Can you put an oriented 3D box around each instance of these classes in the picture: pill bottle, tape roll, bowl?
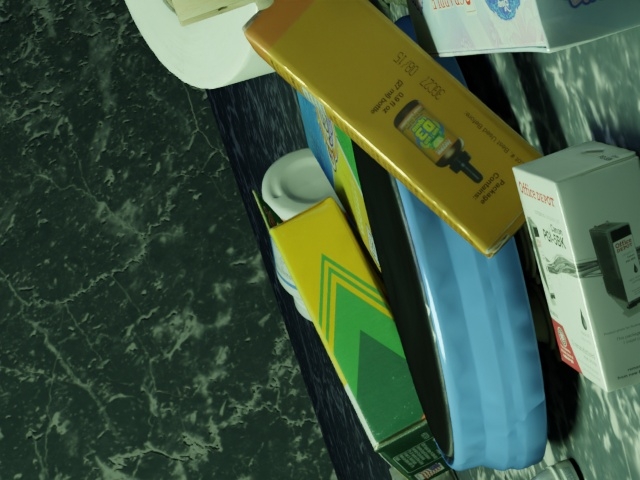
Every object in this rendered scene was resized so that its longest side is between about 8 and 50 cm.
[{"bbox_3d":[0.000,0.000,2.076,0.221,0.124,0.124,81,170,-49],"label":"pill bottle"},{"bbox_3d":[-0.094,-0.288,1.541,0.286,0.100,0.286,37,137,46],"label":"tape roll"},{"bbox_3d":[0.096,0.007,1.402,0.391,0.077,0.391,166,90,-87],"label":"bowl"}]

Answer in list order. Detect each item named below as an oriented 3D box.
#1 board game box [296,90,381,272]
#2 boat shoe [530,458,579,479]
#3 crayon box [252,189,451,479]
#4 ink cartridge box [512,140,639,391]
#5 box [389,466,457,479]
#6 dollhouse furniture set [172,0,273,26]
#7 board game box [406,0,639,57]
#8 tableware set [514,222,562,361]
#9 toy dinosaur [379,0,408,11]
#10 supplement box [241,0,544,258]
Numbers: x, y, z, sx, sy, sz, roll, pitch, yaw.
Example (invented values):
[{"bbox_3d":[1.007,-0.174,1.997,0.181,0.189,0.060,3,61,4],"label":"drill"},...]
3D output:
[{"bbox_3d":[0.033,-0.141,1.724,0.316,0.064,0.242,-118,13,-58],"label":"board game box"},{"bbox_3d":[0.184,0.240,1.429,0.184,0.063,0.066,95,157,-71],"label":"boat shoe"},{"bbox_3d":[0.046,0.089,1.781,0.318,0.081,0.202,63,-175,24],"label":"crayon box"},{"bbox_3d":[0.171,0.014,1.030,0.099,0.056,0.135,-138,32,-79],"label":"ink cartridge box"},{"bbox_3d":[0.162,0.442,2.024,0.307,0.076,0.242,82,169,-49],"label":"box"},{"bbox_3d":[-0.084,-0.375,1.058,0.303,0.174,0.355,74,176,-60],"label":"dollhouse furniture set"},{"bbox_3d":[0.082,-0.272,1.018,0.319,0.066,0.318,-145,39,-79],"label":"board game box"},{"bbox_3d":[0.153,0.006,1.312,0.141,0.020,0.168,-111,7,-48],"label":"tableware set"},{"bbox_3d":[0.054,-0.238,1.337,0.268,0.064,0.118,-140,33,-78],"label":"toy dinosaur"},{"bbox_3d":[0.057,-0.090,1.161,0.233,0.078,0.080,43,178,8],"label":"supplement box"}]
